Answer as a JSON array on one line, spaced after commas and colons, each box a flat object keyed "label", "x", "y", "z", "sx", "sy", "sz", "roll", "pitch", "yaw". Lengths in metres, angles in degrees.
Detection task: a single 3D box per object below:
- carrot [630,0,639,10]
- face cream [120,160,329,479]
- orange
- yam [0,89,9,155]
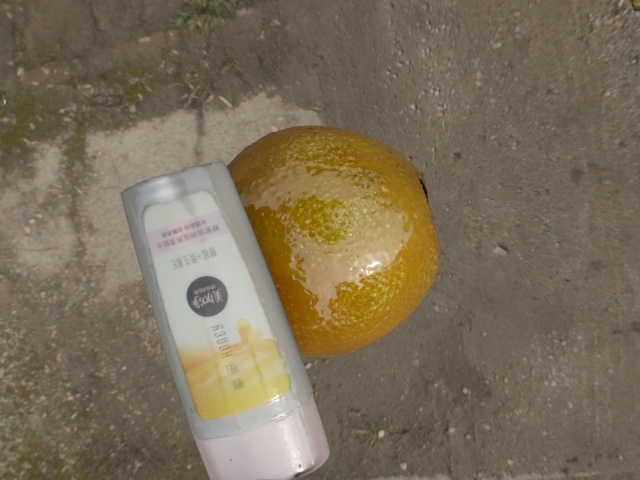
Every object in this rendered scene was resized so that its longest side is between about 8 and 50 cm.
[{"label": "carrot", "x": 0.311, "y": -0.253, "z": 0.312, "sx": 0.314, "sy": 0.066, "sz": 0.066, "roll": -40, "pitch": 85, "yaw": 2}, {"label": "face cream", "x": -0.079, "y": 0.074, "z": 0.423, "sx": 0.108, "sy": 0.073, "sz": 0.269, "roll": -17, "pitch": 95, "yaw": 2}, {"label": "orange", "x": 0.000, "y": 0.000, "z": 0.583, "sx": 0.275, "sy": 0.274, "sz": 0.274, "roll": 1, "pitch": 94, "yaw": 12}, {"label": "yam", "x": -0.362, "y": -0.083, "z": 0.271, "sx": 0.195, "sy": 0.300, "sz": 0.195, "roll": -3, "pitch": 80, "yaw": 19}]
